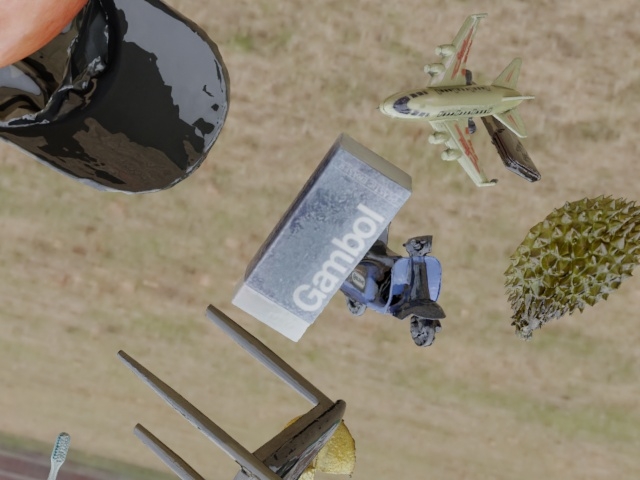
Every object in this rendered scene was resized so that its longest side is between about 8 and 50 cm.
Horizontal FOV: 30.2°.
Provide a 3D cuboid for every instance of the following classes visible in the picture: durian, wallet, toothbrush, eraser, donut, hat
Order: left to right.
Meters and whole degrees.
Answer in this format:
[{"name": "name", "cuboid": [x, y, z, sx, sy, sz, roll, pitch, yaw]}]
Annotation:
[{"name": "toothbrush", "cuboid": [-0.309, 0.334, 1.270, 0.022, 0.263, 0.026, 17, 167, -15]}, {"name": "hat", "cuboid": [-0.320, -0.226, 1.672, 0.382, 0.366, 0.257, 37, 175, -8]}, {"name": "donut", "cuboid": [-0.021, 0.379, 2.131, 0.078, 0.146, 0.181, 4, 149, -41]}, {"name": "eraser", "cuboid": [0.000, 0.000, 1.232, 0.092, 0.212, 0.046, 32, -161, -11]}, {"name": "wallet", "cuboid": [0.365, -0.220, 2.386, 0.031, 0.232, 0.122, -37, 145, 22]}, {"name": "durian", "cuboid": [0.412, 0.040, 1.972, 0.172, 0.306, 0.166, 43, -168, 9]}]

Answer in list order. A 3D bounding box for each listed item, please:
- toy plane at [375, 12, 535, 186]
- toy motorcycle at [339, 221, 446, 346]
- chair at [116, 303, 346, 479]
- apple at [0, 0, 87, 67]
[{"name": "toy plane", "cuboid": [0.187, -0.192, 1.653, 0.256, 0.242, 0.104, -7, -172, -24]}, {"name": "toy motorcycle", "cuboid": [0.143, 0.067, 2.320, 0.125, 0.212, 0.358, -4, -165, -25]}, {"name": "chair", "cuboid": [-0.061, 0.213, 0.988, 0.272, 0.188, 0.166, 39, -156, 12]}, {"name": "apple", "cuboid": [-0.428, -0.363, 1.376, 0.364, 0.364, 0.364, 13, 165, 4]}]
